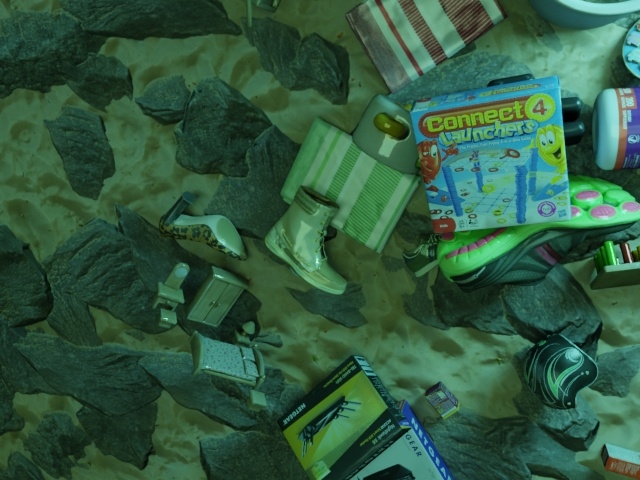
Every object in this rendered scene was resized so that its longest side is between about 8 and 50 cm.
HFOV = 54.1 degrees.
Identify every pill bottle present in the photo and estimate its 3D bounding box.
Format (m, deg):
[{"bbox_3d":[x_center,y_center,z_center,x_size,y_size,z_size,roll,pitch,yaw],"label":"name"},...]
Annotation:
[{"bbox_3d":[0.774,-0.251,1.369,0.323,0.181,0.181,-2,102,16],"label":"pill bottle"}]

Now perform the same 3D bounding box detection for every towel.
[{"bbox_3d":[0.075,-0.144,1.672,0.325,0.038,0.248,30,108,9],"label":"towel"},{"bbox_3d":[0.251,-0.547,1.531,0.329,0.037,0.237,-31,93,20],"label":"towel"}]

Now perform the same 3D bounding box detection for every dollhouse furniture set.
[{"bbox_3d":[-0.274,0.244,1.683,0.303,0.355,0.174,23,114,-31],"label":"dollhouse furniture set"}]

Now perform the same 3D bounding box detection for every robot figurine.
[{"bbox_3d":[0.461,-0.261,1.459,0.278,0.209,0.173,-5,132,16],"label":"robot figurine"}]

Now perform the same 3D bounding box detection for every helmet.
[{"bbox_3d":[0.590,0.332,1.564,0.169,0.169,0.161,42,94,4],"label":"helmet"}]

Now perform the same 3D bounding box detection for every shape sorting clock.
[{"bbox_3d":[0.767,-0.430,1.357,0.206,0.040,0.206,-17,57,29],"label":"shape sorting clock"}]

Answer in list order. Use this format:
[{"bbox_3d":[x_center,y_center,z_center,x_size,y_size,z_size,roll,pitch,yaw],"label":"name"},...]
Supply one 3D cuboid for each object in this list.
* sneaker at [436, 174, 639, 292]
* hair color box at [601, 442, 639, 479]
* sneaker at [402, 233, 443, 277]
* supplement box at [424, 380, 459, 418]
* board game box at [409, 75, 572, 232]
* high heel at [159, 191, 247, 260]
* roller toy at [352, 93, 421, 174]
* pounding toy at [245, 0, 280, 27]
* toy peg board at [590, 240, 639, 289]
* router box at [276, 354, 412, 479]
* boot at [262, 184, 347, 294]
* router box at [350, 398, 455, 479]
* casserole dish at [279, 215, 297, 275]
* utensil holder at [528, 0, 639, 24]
[{"bbox_3d":[0.524,-0.009,1.523,0.483,0.185,0.202,-18,135,11],"label":"sneaker"},{"bbox_3d":[0.801,0.572,1.603,0.141,0.072,0.043,13,105,13],"label":"hair color box"},{"bbox_3d":[0.295,0.012,1.626,0.192,0.064,0.086,-41,94,23],"label":"sneaker"},{"bbox_3d":[0.335,0.439,1.722,0.055,0.043,0.083,-40,90,20],"label":"supplement box"},{"bbox_3d":[0.378,-0.179,1.379,0.308,0.086,0.302,-6,118,21],"label":"board game box"},{"bbox_3d":[-0.342,-0.002,1.812,0.261,0.093,0.186,44,128,-6],"label":"high heel"},{"bbox_3d":[0.185,-0.265,1.527,0.209,0.191,0.146,17,112,-30],"label":"roller toy"},{"bbox_3d":[-0.168,-0.628,1.542,0.094,0.206,0.181,33,109,7],"label":"pounding toy"},{"bbox_3d":[0.727,0.051,1.475,0.161,0.161,0.079,-8,70,9],"label":"toy peg board"},{"bbox_3d":[0.060,0.507,1.727,0.309,0.081,0.243,-44,60,13],"label":"router box"},{"bbox_3d":[0.000,0.000,1.657,0.262,0.095,0.203,39,109,10],"label":"boot"},{"bbox_3d":[0.195,0.664,1.791,0.301,0.082,0.335,-31,92,20],"label":"router box"},{"bbox_3d":[-0.053,0.011,1.741,0.114,0.037,0.188,-25,93,20],"label":"casserole dish"},{"bbox_3d":[0.556,-0.593,1.248,0.328,0.385,0.327,3,102,15],"label":"utensil holder"}]
